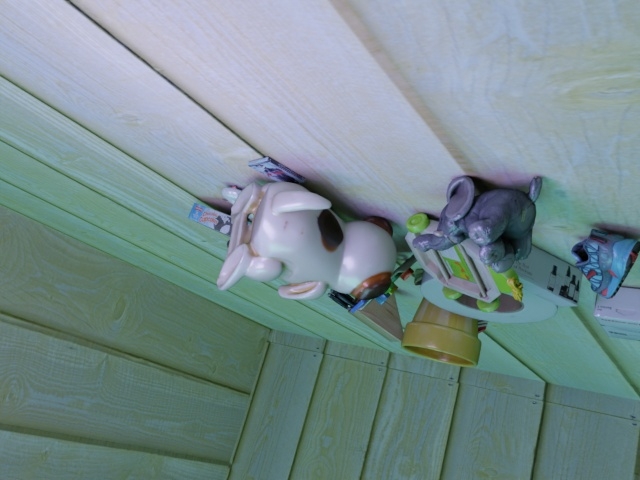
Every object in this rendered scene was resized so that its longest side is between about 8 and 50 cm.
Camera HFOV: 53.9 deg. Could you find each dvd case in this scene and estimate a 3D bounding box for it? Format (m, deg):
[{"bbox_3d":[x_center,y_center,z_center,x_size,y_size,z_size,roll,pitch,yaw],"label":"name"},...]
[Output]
[{"bbox_3d":[-0.106,-0.167,1.533,0.119,0.013,0.087,29,160,-35],"label":"dvd case"}]

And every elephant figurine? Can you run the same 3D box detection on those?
[{"bbox_3d":[0.310,-0.048,1.289,0.239,0.186,0.169,38,151,55],"label":"elephant figurine"}]

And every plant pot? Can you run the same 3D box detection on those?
[{"bbox_3d":[0.416,0.271,2.090,0.254,0.239,0.254,15,164,5],"label":"plant pot"}]

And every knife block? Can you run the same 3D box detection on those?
[{"bbox_3d":[0.161,0.259,2.330,0.242,0.275,0.088,-10,173,-20],"label":"knife block"}]

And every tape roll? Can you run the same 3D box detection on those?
[{"bbox_3d":[0.483,0.146,1.813,0.392,0.072,0.392,12,160,4],"label":"tape roll"}]

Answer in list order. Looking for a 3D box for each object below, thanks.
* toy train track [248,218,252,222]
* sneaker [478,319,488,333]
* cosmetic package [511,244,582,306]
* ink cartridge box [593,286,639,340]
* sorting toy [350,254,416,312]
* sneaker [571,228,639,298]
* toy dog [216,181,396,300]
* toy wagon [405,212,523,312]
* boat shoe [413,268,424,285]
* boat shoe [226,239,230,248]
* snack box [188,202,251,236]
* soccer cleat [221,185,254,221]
[{"bbox_3d":[-0.199,-0.057,2.007,0.083,0.014,0.048,19,172,14],"label":"toy train track"},{"bbox_3d":[0.482,0.266,2.210,0.221,0.128,0.087,3,160,39],"label":"sneaker"},{"bbox_3d":[0.548,0.081,1.569,0.239,0.099,0.060,23,161,-24],"label":"cosmetic package"},{"bbox_3d":[0.840,0.201,1.687,0.160,0.092,0.219,4,160,36],"label":"ink cartridge box"},{"bbox_3d":[0.207,0.124,1.812,0.047,0.196,0.348,48,-150,6],"label":"sorting toy"},{"bbox_3d":[0.624,0.040,1.401,0.125,0.104,0.262,29,166,24],"label":"sneaker"},{"bbox_3d":[0.000,0.000,1.598,0.408,0.284,0.395,20,138,-24],"label":"toy dog"},{"bbox_3d":[0.354,0.060,1.516,0.344,0.068,0.267,19,150,51],"label":"toy wagon"},{"bbox_3d":[0.346,0.114,1.972,0.056,0.048,0.153,24,163,-26],"label":"boat shoe"},{"bbox_3d":[-0.284,0.053,2.367,0.070,0.077,0.219,9,155,22],"label":"boat shoe"},{"bbox_3d":[-0.234,-0.027,1.905,0.322,0.060,0.187,20,176,43],"label":"snack box"},{"bbox_3d":[-0.191,-0.090,1.766,0.196,0.076,0.068,24,163,-25],"label":"soccer cleat"}]
